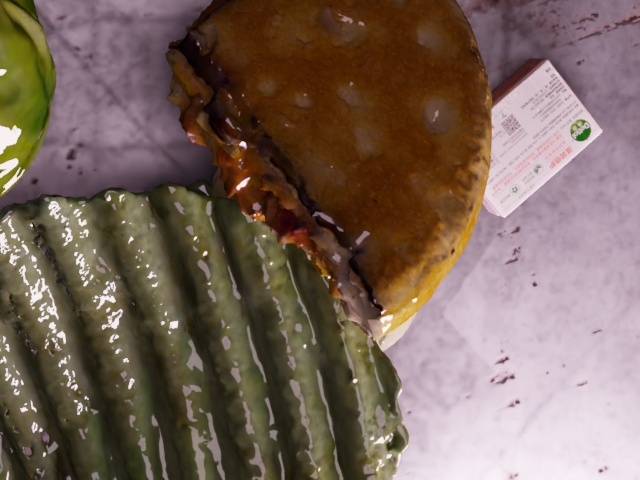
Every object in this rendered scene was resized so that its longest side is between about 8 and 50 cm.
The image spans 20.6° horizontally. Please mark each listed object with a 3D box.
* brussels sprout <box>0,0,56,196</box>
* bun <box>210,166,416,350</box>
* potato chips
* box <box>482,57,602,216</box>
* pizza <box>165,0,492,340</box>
[{"bbox_3d":[-0.328,-0.163,1.362,0.227,0.259,0.294,-27,105,-8],"label":"brussels sprout"},{"bbox_3d":[0.000,0.000,1.531,0.210,0.116,0.237,-33,101,-7],"label":"bun"},{"bbox_3d":[-0.149,0.129,1.469,0.373,0.097,0.389,-37,100,15],"label":"potato chips"},{"bbox_3d":[0.179,-0.094,1.595,0.125,0.043,0.089,-40,104,-5],"label":"box"},{"bbox_3d":[0.011,-0.109,1.438,0.277,0.114,0.409,-1,61,-16],"label":"pizza"}]
